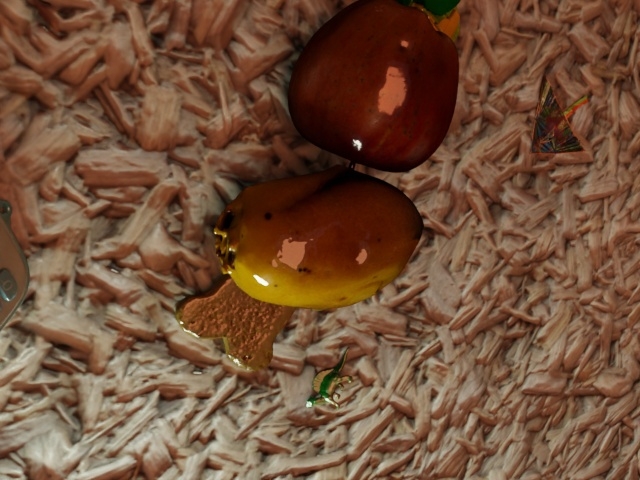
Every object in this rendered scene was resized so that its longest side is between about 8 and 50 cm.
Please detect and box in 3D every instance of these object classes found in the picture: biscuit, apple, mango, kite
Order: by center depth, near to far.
[{"bbox_3d":[0.078,-0.201,0.876,0.233,0.234,0.234,-9,109,-26],"label":"apple"},{"bbox_3d":[0.000,0.000,0.884,0.287,0.152,0.201,-8,96,-26],"label":"mango"},{"bbox_3d":[-0.063,0.050,0.976,0.301,0.049,0.197,-49,120,-6],"label":"biscuit"},{"bbox_3d":[0.436,-0.213,1.183,0.159,0.010,0.190,-48,122,-8],"label":"kite"}]

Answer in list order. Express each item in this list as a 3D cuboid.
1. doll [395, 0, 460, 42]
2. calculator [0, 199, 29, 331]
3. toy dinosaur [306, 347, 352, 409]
[{"bbox_3d":[0.152,-0.352,0.933,0.134,0.106,0.186,-42,137,-23],"label":"doll"},{"bbox_3d":[-0.471,0.069,0.668,0.386,0.054,0.256,-52,135,-42],"label":"calculator"},{"bbox_3d":[0.019,0.235,1.093,0.060,0.029,0.120,21,92,-14],"label":"toy dinosaur"}]
